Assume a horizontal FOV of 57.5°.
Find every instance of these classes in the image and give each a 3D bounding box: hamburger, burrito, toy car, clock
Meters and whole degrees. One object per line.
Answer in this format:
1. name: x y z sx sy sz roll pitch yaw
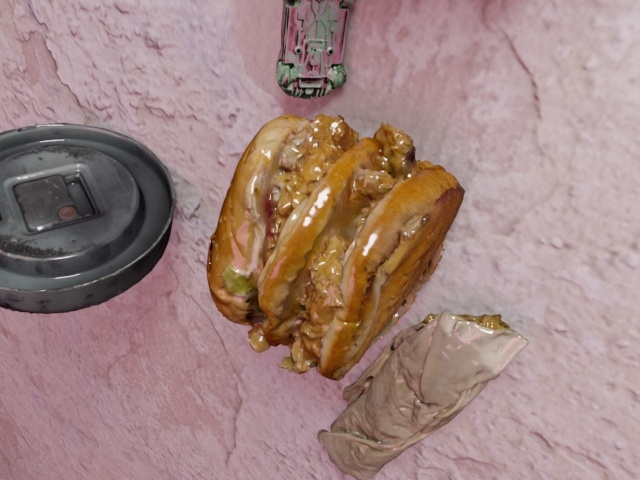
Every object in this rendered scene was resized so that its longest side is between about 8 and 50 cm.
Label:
1. hamburger: 0.004 0.010 0.591 0.211 0.245 0.260 28 169 13
2. burrito: 0.099 0.195 0.721 0.117 0.076 0.392 43 135 12
3. toy car: -0.008 -0.210 0.577 0.055 0.069 0.142 -114 26 -49
4. clock: -0.354 -0.040 0.790 0.312 0.312 0.061 36 141 17
